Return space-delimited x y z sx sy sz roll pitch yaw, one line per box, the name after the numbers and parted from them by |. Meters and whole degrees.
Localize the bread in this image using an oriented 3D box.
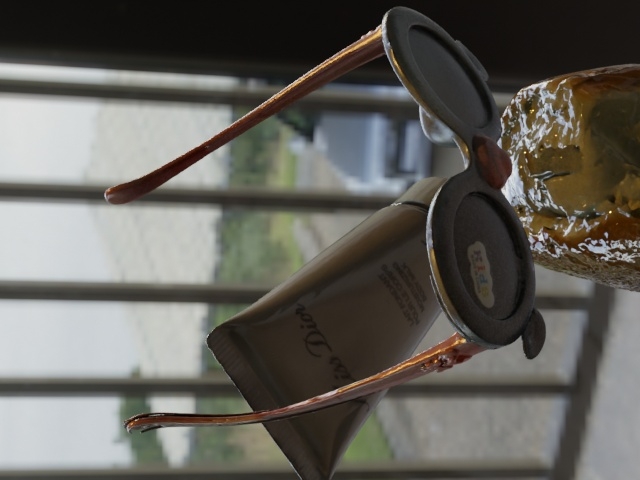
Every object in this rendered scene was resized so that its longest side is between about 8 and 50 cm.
0.328 -0.069 1.951 0.250 0.279 0.225 141 135 -74 | bread

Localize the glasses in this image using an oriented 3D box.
0.000 0.000 1.170 0.268 0.118 0.234 -26 60 30 | glasses

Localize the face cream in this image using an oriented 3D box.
0.030 0.054 1.444 0.089 0.314 0.143 -24 104 43 | face cream
